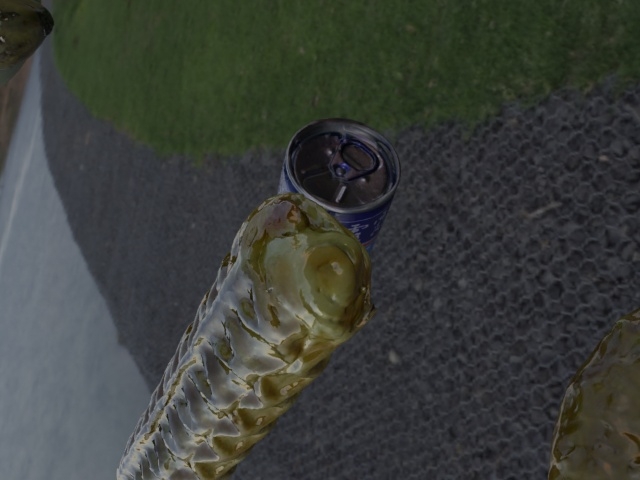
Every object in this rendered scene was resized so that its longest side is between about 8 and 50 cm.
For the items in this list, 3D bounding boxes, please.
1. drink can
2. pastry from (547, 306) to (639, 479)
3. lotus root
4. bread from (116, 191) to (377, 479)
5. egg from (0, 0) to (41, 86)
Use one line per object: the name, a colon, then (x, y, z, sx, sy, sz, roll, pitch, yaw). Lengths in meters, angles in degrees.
drink can: (0.000, 0.000, 0.730, 0.235, 0.097, 0.097, 109, 161, -57)
pastry: (0.203, 0.113, 0.371, 0.189, 0.103, 0.188, -12, 66, 28)
lotus root: (-0.334, -0.187, 0.736, 0.089, 0.180, 0.080, -100, 10, -54)
bread: (-0.065, 0.097, 0.513, 0.084, 0.077, 0.367, 52, 142, 16)
egg: (-0.452, -0.308, 0.919, 0.352, 0.259, 0.258, 88, 178, -58)
